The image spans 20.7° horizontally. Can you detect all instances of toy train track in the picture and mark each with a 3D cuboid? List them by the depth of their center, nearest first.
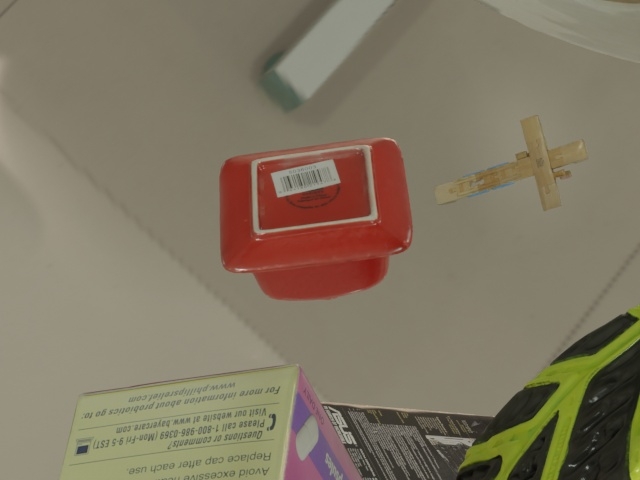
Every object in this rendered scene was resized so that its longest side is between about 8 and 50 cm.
[{"bbox_3d":[0.098,-0.034,0.888,0.014,0.083,0.048,5,70,-63],"label":"toy train track"}]

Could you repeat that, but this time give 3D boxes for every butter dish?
[{"bbox_3d":[0.000,0.000,1.494,0.160,0.118,0.160,-8,41,3],"label":"butter dish"}]

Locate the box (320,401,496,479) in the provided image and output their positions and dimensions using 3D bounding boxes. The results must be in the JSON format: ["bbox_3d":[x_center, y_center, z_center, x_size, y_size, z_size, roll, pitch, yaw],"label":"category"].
[{"bbox_3d":[0.127,0.262,1.348,0.242,0.076,0.307,8,37,-36],"label":"box"}]

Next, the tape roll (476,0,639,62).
[{"bbox_3d":[0.136,-0.198,0.882,0.286,0.286,0.100,30,77,-14],"label":"tape roll"}]

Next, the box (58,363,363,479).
[{"bbox_3d":[-0.039,0.220,0.809,0.213,0.117,0.243,64,25,-42],"label":"box"}]

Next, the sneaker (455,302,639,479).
[{"bbox_3d":[0.237,0.055,0.812,0.384,0.145,0.147,-41,117,14],"label":"sneaker"}]
